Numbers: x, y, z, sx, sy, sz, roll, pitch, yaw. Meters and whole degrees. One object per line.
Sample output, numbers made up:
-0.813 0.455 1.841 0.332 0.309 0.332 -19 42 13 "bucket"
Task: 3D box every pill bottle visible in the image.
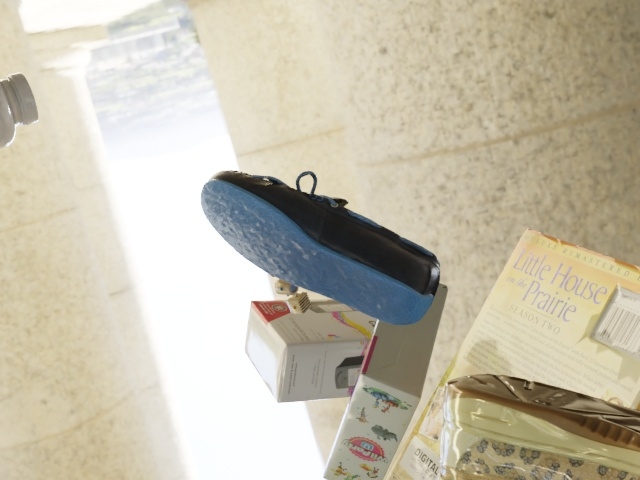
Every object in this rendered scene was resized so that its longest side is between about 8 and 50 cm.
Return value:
-0.625 -0.209 1.459 0.264 0.146 0.146 -22 -169 -25 "pill bottle"

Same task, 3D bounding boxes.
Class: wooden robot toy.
-0.035 0.040 1.390 0.079 0.173 0.076 3 -164 37 "wooden robot toy"

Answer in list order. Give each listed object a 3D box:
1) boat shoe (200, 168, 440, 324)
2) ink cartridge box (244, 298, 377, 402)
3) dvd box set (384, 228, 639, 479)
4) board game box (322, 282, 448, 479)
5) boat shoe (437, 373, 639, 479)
0.000 0.000 0.887 0.089 0.258 0.109 -56 176 -42 "boat shoe"
0.026 0.212 1.727 0.306 0.131 0.226 -2 -161 -24 "ink cartridge box"
0.238 0.208 0.982 0.062 0.420 0.307 29 180 -25 "dvd box set"
0.102 0.230 1.359 0.097 0.303 0.224 19 -135 6 "board game box"
0.205 0.161 0.544 0.285 0.089 0.104 13 -172 41 "boat shoe"
